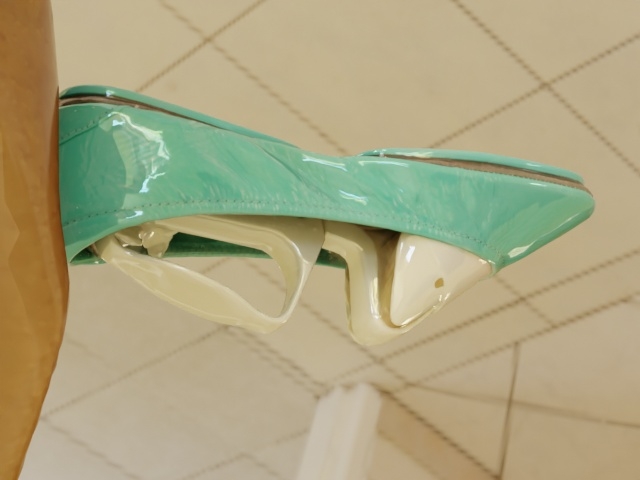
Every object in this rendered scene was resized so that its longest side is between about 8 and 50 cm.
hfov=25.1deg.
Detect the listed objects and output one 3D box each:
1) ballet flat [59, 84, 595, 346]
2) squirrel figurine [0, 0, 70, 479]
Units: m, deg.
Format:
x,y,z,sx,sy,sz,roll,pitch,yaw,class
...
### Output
x,y,z,sx,sy,sz,roll,pitch,yaw,class
0.000,0.000,0.603,0.247,0.087,0.083,8,163,-18,ballet flat
-0.250,-0.091,0.562,0.281,0.397,0.370,29,171,-30,squirrel figurine
